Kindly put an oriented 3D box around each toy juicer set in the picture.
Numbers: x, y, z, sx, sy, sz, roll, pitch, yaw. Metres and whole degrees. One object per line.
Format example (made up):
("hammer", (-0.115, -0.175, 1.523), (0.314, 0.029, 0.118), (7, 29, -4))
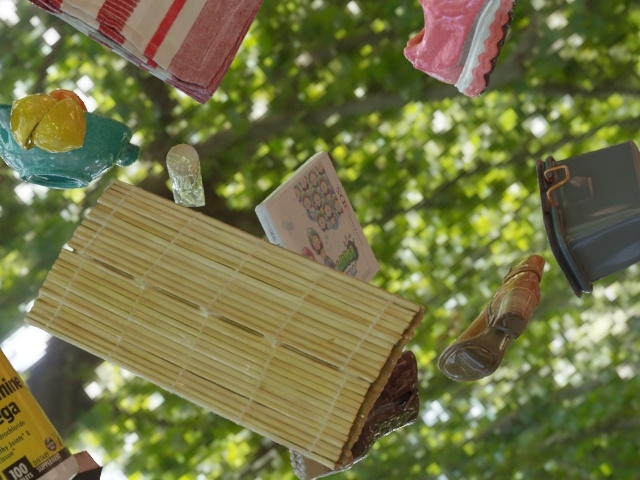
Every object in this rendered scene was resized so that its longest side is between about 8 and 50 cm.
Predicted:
("toy juicer set", (-0.227, -0.102, 1.402), (0.329, 0.089, 0.209), (9, 168, -22))

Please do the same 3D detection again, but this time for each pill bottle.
("pill bottle", (-0.516, 0.250, 2.243), (0.334, 0.188, 0.188), (56, -173, 0))

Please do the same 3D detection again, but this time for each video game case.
("video game case", (0.000, 0.000, 1.563), (0.143, 0.019, 0.157), (65, -149, -13))

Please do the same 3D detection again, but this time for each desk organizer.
("desk organizer", (-0.419, 0.382, 2.474), (0.130, 0.047, 0.050), (-12, -142, -39))

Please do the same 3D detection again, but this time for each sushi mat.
("sushi mat", (-0.083, 0.060, 1.247), (0.317, 0.151, 0.019), (22, 160, 26))

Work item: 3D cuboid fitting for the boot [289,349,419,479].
("boot", (0.039, 0.183, 2.041), (0.090, 0.207, 0.248), (27, 132, 42))

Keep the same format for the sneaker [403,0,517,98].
("sneaker", (0.187, -0.328, 1.946), (0.136, 0.313, 0.116), (19, -146, 4))

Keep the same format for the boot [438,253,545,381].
("boot", (0.260, 0.115, 2.268), (0.073, 0.197, 0.152), (40, -141, -9))

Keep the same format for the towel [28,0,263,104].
("towel", (-0.222, -0.338, 1.816), (0.329, 0.237, 0.037), (30, 155, -14))

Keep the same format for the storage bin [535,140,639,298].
("storage bin", (0.251, -0.032, 1.378), (0.098, 0.091, 0.135), (56, -159, -33))
